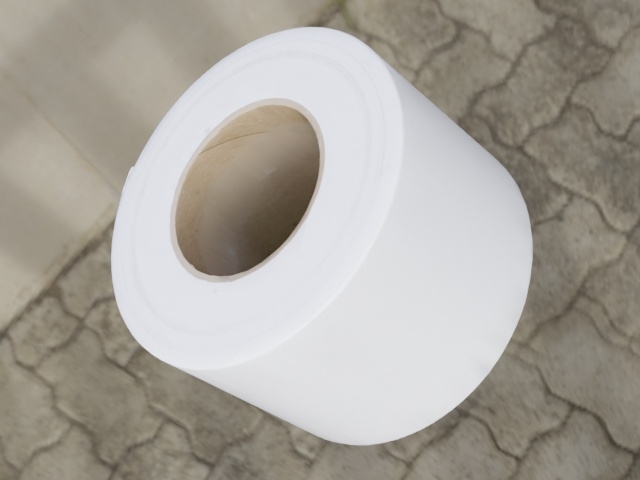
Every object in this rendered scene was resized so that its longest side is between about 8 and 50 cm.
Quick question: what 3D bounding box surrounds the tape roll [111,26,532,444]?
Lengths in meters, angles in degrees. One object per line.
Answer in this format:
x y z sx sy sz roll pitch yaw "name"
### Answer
0.000 0.000 0.901 0.246 0.169 0.246 -19 56 31 "tape roll"
